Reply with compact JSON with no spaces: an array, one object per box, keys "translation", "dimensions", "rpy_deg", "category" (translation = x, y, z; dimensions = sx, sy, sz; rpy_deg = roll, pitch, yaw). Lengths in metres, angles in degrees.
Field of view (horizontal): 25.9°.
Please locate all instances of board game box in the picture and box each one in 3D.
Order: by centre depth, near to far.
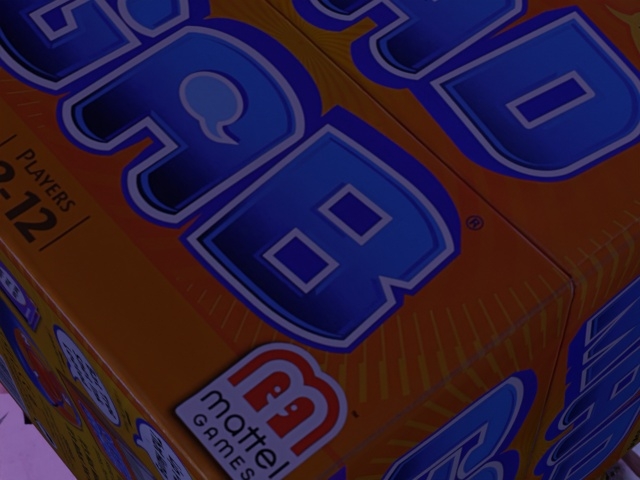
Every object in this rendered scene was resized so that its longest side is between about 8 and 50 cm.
[{"translation":[0.000,0.000,0.817],"dimensions":[0.356,0.356,0.356],"rpy_deg":[45,159,25],"category":"board game box"}]

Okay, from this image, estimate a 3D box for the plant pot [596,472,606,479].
[{"translation":[0.175,0.198,1.116],"dimensions":[0.134,0.134,0.095],"rpy_deg":[48,136,17],"category":"plant pot"}]
